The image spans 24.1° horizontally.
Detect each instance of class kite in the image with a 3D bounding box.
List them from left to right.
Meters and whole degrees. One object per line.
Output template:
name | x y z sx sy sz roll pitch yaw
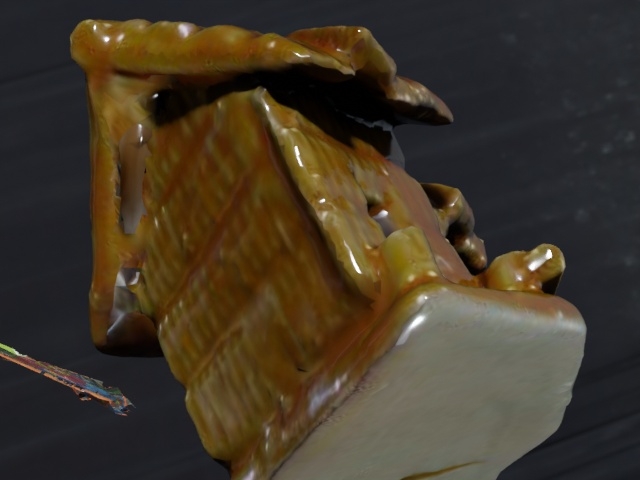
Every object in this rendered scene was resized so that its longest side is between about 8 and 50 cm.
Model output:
kite | -0.209 0.105 1.171 0.183 0.014 0.241 22 176 29

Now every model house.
model house | 0.001 0.001 0.682 0.219 0.199 0.229 -42 64 33
